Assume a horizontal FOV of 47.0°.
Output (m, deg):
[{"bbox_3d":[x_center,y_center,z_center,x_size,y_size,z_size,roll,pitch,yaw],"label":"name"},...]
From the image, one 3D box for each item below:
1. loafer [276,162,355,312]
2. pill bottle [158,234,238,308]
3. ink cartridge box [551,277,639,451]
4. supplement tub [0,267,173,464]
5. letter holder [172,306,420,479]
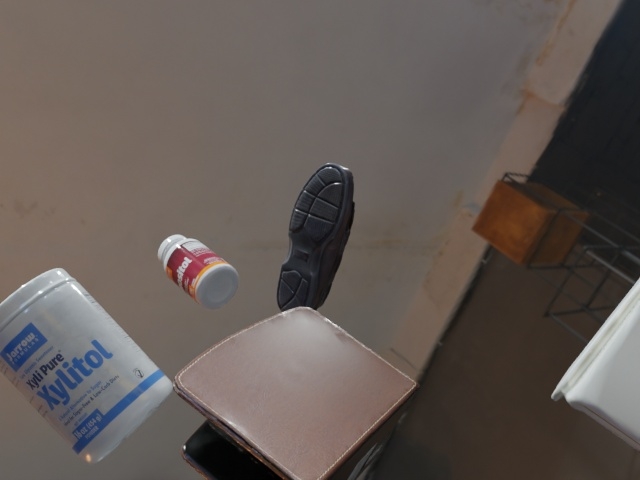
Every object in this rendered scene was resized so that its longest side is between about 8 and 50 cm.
[{"bbox_3d":[0.000,0.000,1.374,0.095,0.109,0.302,-3,-65,-53],"label":"loafer"},{"bbox_3d":[-0.218,0.050,1.286,0.086,0.152,0.086,-25,-50,-33],"label":"pill bottle"},{"bbox_3d":[0.360,0.145,0.459,0.160,0.385,0.279,-56,-20,3],"label":"ink cartridge box"},{"bbox_3d":[-0.151,0.078,0.459,0.071,0.107,0.071,-44,-1,-1],"label":"supplement tub"},{"bbox_3d":[-0.049,0.226,0.918,0.302,0.214,0.152,-23,-36,-59],"label":"letter holder"}]
